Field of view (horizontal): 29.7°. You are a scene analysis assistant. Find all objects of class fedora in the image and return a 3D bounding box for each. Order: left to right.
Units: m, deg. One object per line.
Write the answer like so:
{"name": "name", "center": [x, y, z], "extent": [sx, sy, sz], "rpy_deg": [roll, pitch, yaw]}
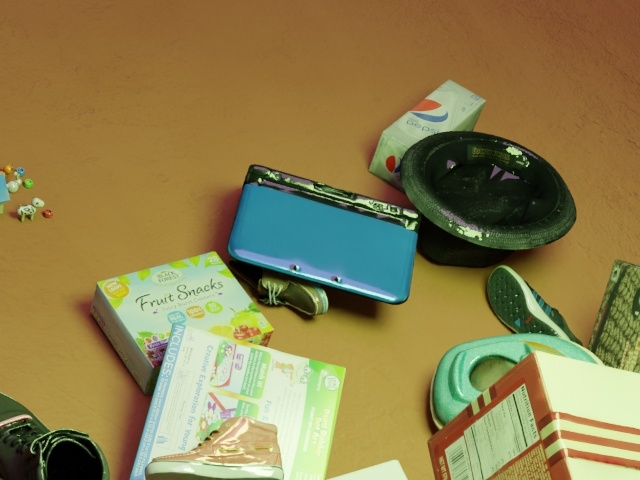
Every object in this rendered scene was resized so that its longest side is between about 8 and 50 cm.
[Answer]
{"name": "fedora", "center": [0.274, -0.048, 2.095], "extent": [0.334, 0.152, 0.334], "rpy_deg": [12, 39, -10]}

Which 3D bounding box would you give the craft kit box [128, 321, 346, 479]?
{"name": "craft kit box", "center": [-0.108, 0.254, 1.593], "extent": [0.247, 0.061, 0.249], "rpy_deg": [15, 57, -3]}

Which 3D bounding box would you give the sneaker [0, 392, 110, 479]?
{"name": "sneaker", "center": [-0.342, 0.254, 1.475], "extent": [0.105, 0.147, 0.296], "rpy_deg": [-19, 51, -36]}

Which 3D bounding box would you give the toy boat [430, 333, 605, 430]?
{"name": "toy boat", "center": [0.283, 0.257, 1.699], "extent": [0.268, 0.148, 0.318], "rpy_deg": [-7, 49, 14]}

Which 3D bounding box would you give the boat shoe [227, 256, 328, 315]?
{"name": "boat shoe", "center": [-0.070, 0.070, 1.885], "extent": [0.183, 0.066, 0.066], "rpy_deg": [32, 44, 30]}

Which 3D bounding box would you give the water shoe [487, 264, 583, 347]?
{"name": "water shoe", "center": [0.353, 0.127, 2.005], "extent": [0.080, 0.073, 0.203], "rpy_deg": [10, 38, -48]}

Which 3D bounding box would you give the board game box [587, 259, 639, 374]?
{"name": "board game box", "center": [0.506, 0.171, 1.777], "extent": [0.141, 0.232, 0.291], "rpy_deg": [16, 5, -4]}

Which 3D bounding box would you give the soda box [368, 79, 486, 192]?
{"name": "soda box", "center": [0.206, -0.202, 2.296], "extent": [0.091, 0.098, 0.286], "rpy_deg": [32, 41, 15]}

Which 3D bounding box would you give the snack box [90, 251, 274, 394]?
{"name": "snack box", "center": [-0.203, 0.116, 1.759], "extent": [0.207, 0.070, 0.174], "rpy_deg": [-14, 51, -36]}

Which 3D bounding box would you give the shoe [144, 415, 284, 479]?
{"name": "shoe", "center": [-0.134, 0.267, 1.513], "extent": [0.178, 0.063, 0.081], "rpy_deg": [5, 58, -18]}

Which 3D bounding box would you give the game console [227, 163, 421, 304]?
{"name": "game console", "center": [0.000, 0.000, 1.961], "extent": [0.293, 0.250, 0.173], "rpy_deg": [17, 81, -5]}

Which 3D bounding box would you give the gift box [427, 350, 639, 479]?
{"name": "gift box", "center": [0.296, 0.296, 1.429], "extent": [0.258, 0.276, 0.255], "rpy_deg": [13, 52, -28]}

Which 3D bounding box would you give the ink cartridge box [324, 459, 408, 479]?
{"name": "ink cartridge box", "center": [0.041, 0.475, 1.348], "extent": [0.270, 0.151, 0.395], "rpy_deg": [-9, 55, -32]}

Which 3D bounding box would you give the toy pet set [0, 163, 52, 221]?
{"name": "toy pet set", "center": [-0.489, -0.088, 1.884], "extent": [0.114, 0.065, 0.122], "rpy_deg": [-15, 50, -36]}
